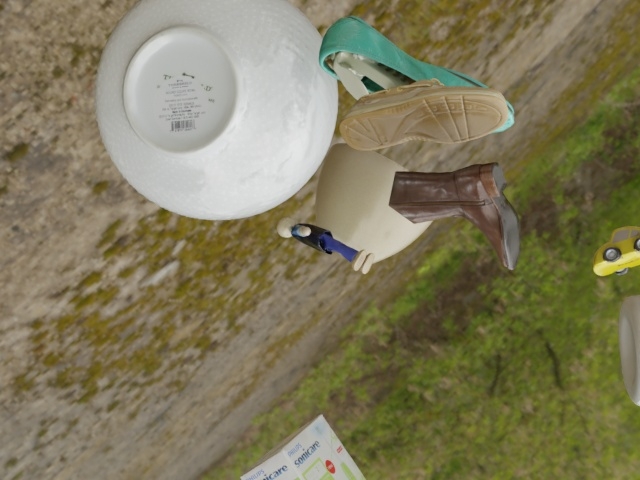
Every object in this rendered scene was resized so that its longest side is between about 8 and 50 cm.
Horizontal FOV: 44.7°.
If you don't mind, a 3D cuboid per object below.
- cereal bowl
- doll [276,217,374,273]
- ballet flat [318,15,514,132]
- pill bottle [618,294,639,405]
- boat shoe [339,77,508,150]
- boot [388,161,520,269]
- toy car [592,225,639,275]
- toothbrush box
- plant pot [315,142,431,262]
[{"bbox_3d":[-0.155,-0.191,1.030,0.339,0.339,0.141,-49,172,12],"label":"cereal bowl"},{"bbox_3d":[0.000,0.000,1.395,0.129,0.189,0.046,24,91,-62],"label":"doll"},{"bbox_3d":[0.102,-0.172,0.914,0.087,0.247,0.083,-54,169,-19],"label":"ballet flat"},{"bbox_3d":[0.677,0.175,1.270,0.334,0.187,0.188,-3,173,11],"label":"pill bottle"},{"bbox_3d":[0.102,-0.133,0.770,0.063,0.170,0.059,63,34,-42],"label":"boat shoe"},{"bbox_3d":[0.123,-0.020,0.727,0.114,0.106,0.037,-6,-163,37],"label":"boot"},{"bbox_3d":[0.495,-0.028,1.023,0.239,0.053,0.225,-5,151,-4],"label":"toy car"},{"bbox_3d":[0.003,0.518,1.531,0.122,0.283,0.206,-39,171,22],"label":"toothbrush box"},{"bbox_3d":[0.099,-0.059,1.735,0.190,0.284,0.284,-59,170,-12],"label":"plant pot"}]
